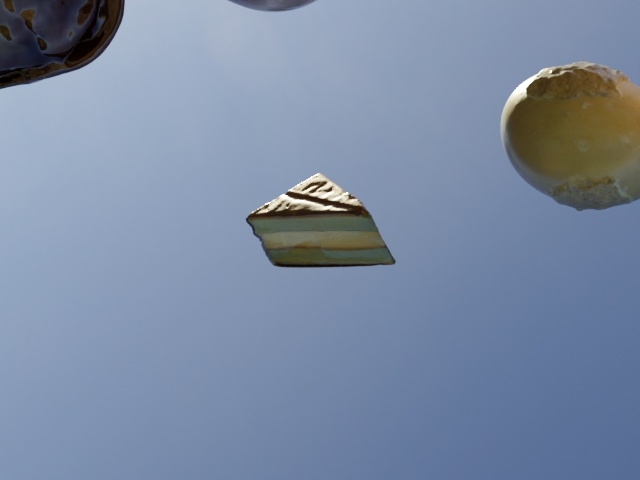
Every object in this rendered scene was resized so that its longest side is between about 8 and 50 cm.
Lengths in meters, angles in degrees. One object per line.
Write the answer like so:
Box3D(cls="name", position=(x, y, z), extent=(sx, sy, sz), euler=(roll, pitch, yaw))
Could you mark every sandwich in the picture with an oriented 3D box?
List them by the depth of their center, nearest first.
Box3D(cls="sandwich", position=(0.000, 0.000, 1.665), extent=(0.144, 0.117, 0.187), euler=(-36, -146, -9))

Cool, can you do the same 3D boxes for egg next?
Box3D(cls="egg", position=(0.301, -0.119, 1.238), extent=(0.201, 0.164, 0.164), euler=(26, -94, 26))

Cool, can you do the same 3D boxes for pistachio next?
Box3D(cls="pistachio", position=(-0.227, -0.190, 0.802), extent=(0.210, 0.130, 0.165), euler=(-42, -104, 3))

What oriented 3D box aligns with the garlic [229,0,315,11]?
Box3D(cls="garlic", position=(-0.013, -0.309, 0.983), extent=(0.128, 0.148, 0.267), euler=(14, -121, 36))
